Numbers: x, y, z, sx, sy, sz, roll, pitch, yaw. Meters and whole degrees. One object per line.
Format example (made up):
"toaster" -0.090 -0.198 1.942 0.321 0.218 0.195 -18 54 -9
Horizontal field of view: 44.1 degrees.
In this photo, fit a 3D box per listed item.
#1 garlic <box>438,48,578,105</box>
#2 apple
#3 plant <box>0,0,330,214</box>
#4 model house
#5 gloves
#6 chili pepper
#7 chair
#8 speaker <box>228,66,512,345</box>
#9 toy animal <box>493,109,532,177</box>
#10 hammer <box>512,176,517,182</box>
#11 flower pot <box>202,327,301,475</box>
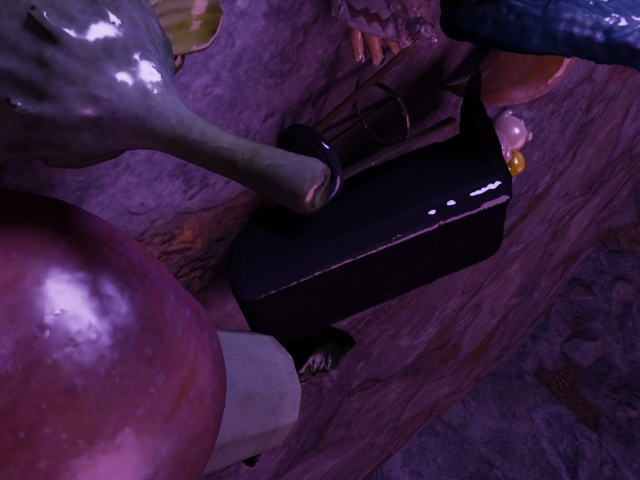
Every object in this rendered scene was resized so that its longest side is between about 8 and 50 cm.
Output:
"garlic" 0.273 -0.244 1.041 0.207 0.115 0.128 -50 164 16
"apple" -0.217 0.110 0.541 0.306 0.306 0.235 90 22 -59
"plant" -0.142 -0.101 0.464 0.306 0.297 0.261 -59 -170 -9
"model house" 0.260 -0.332 0.746 0.184 0.253 0.291 -41 144 -47
"gloves" 0.069 -0.238 0.715 0.094 0.110 0.144 30 74 -60
"chili pepper" -0.068 0.219 1.254 0.264 0.116 0.148 -44 146 -6
"chair" 0.039 -0.125 0.871 0.221 0.104 0.095 -40 132 -26
"speaker" 0.064 -0.037 0.977 0.388 0.184 0.180 -23 153 -5
"toy animal" 0.284 -0.147 1.267 0.082 0.091 0.114 8 125 -46
"hammer" 0.222 -0.040 1.370 0.427 0.044 0.152 -32 177 -44
"flower pot" -0.143 0.174 0.859 0.202 0.212 0.212 6 125 -55
